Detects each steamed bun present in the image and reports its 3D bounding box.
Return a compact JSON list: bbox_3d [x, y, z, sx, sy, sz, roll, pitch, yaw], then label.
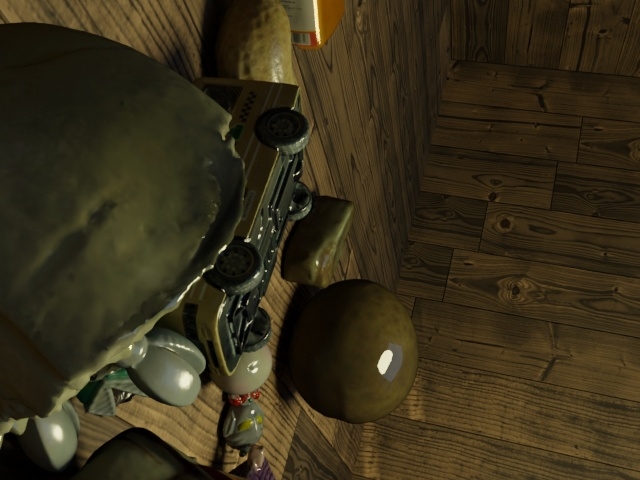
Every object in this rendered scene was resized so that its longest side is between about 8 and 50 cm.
[{"bbox_3d":[-0.191,-0.022,0.498,0.274,0.272,0.290,55,30,-25],"label":"steamed bun"}]

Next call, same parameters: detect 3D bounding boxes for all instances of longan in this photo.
[{"bbox_3d":[0.073,0.247,1.652,0.319,0.318,0.319,10,90,-75],"label":"longan"}]

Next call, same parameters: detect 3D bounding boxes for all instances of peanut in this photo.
[{"bbox_3d":[-0.094,-0.245,1.081,0.137,0.122,0.253,-74,162,-56],"label":"peanut"}]

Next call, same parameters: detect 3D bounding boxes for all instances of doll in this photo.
[{"bbox_3d":[-0.250,0.136,0.745,0.258,0.195,0.153,28,34,-48],"label":"doll"},{"bbox_3d":[-0.141,0.315,1.344,0.094,0.079,0.180,-9,103,-44],"label":"doll"}]

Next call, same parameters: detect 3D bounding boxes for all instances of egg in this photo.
[{"bbox_3d":[-0.133,0.205,1.231,0.135,0.103,0.103,-13,112,-77],"label":"egg"}]

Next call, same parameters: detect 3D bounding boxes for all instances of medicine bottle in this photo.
[{"bbox_3d":[-0.033,-0.440,1.188,0.149,0.111,0.222,-65,158,-43],"label":"medicine bottle"}]

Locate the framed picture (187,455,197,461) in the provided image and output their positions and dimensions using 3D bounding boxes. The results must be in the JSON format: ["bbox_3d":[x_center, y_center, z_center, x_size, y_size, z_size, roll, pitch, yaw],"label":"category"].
[{"bbox_3d":[-0.267,0.438,1.042,0.315,0.024,0.232,42,59,-73],"label":"framed picture"}]

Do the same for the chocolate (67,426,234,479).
[{"bbox_3d":[-0.213,0.325,0.789,0.283,0.186,0.283,-43,171,-8],"label":"chocolate"}]

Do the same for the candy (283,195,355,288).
[{"bbox_3d":[0.000,0.000,1.588,0.234,0.104,0.102,-63,156,-47],"label":"candy"}]

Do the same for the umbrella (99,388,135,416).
[{"bbox_3d":[-0.243,0.183,0.945,0.144,0.037,0.040,-32,116,-66],"label":"umbrella"}]

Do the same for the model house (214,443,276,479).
[{"bbox_3d":[-0.113,0.493,1.254,0.237,0.202,0.238,-33,135,-73],"label":"model house"}]

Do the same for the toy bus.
[{"bbox_3d":[-0.131,-0.027,0.925,0.177,0.201,0.366,89,14,-55],"label":"toy bus"}]
